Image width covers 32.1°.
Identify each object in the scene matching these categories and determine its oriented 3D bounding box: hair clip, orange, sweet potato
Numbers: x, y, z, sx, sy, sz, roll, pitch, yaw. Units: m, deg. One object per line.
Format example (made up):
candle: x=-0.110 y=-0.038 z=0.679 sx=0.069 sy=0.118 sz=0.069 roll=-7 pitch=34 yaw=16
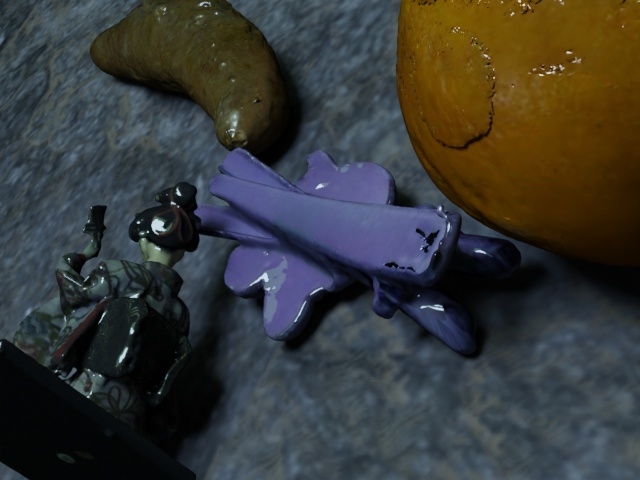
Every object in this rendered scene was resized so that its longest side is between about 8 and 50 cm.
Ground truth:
hair clip: x=0.012 y=0.007 z=0.707 sx=0.278 sy=0.090 sz=0.137 roll=17 pitch=77 yaw=56
orange: x=0.156 y=-0.104 z=0.563 sx=0.240 sy=0.240 sz=0.240 roll=-22 pitch=41 yaw=21
sweet potato: x=-0.116 y=-0.167 z=0.969 sx=0.341 sy=0.092 sz=0.114 roll=33 pitch=94 yaw=52

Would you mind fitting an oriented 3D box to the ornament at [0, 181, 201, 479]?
ornament: x=-0.141 y=0.047 z=0.724 sx=0.153 sy=0.166 sz=0.196 roll=-13 pitch=43 yaw=43
